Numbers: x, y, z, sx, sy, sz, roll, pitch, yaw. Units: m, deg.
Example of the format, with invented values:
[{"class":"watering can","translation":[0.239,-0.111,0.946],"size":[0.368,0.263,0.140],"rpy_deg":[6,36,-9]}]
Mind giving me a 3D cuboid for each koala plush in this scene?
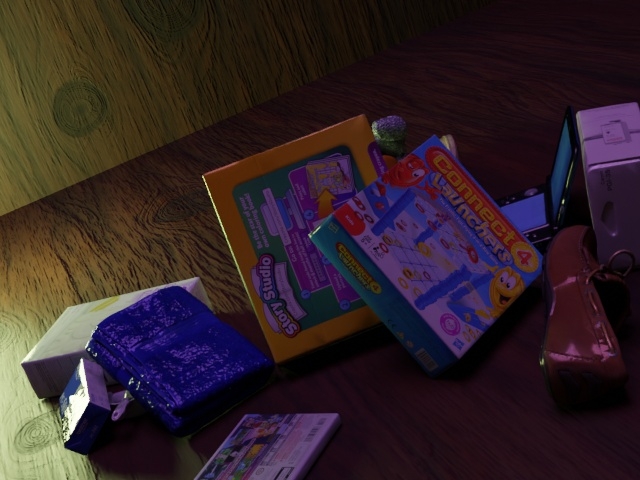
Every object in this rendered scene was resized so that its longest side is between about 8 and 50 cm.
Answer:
[{"class":"koala plush","translation":[0.103,-0.171,2.472],"size":[0.221,0.196,0.203],"rpy_deg":[-25,10,-11]}]

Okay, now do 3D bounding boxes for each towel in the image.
[{"class":"towel","translation":[-0.256,0.201,1.865],"size":[0.228,0.076,0.308],"rpy_deg":[-33,46,-27]}]

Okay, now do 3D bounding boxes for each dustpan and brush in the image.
[{"class":"dustpan and brush","translation":[-0.343,0.290,1.888],"size":[0.147,0.060,0.211],"rpy_deg":[-17,21,8]}]

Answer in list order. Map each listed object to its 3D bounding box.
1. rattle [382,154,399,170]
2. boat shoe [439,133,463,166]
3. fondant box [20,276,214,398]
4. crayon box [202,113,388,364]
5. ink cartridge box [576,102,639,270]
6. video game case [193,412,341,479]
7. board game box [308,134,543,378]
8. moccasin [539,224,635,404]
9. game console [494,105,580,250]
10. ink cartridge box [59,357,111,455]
[{"class":"rattle","translation":[0.142,-0.109,2.247],"size":[0.143,0.130,0.200],"rpy_deg":[0,-3,-26]},{"class":"boat shoe","translation":[0.269,-0.140,2.303],"size":[0.110,0.121,0.341],"rpy_deg":[-18,23,9]},{"class":"fondant box","translation":[-0.411,0.198,2.132],"size":[0.330,0.096,0.238],"rpy_deg":[-12,22,18]},{"class":"crayon box","translation":[0.000,0.000,1.865],"size":[0.313,0.363,0.106],"rpy_deg":[-21,-6,-2]},{"class":"ink cartridge box","translation":[0.531,-0.099,1.837],"size":[0.117,0.207,0.283],"rpy_deg":[-9,24,14]},{"class":"video game case","translation":[-0.087,0.334,1.596],"size":[0.183,0.023,0.201],"rpy_deg":[-7,26,32]},{"class":"board game box","translation":[0.188,0.018,1.731],"size":[0.302,0.308,0.086],"rpy_deg":[-39,-4,-39]},{"class":"moccasin","translation":[0.411,0.093,1.568],"size":[0.147,0.139,0.380],"rpy_deg":[-12,23,19]},{"class":"game console","translation":[0.396,-0.107,2.003],"size":[0.250,0.173,0.293],"rpy_deg":[-19,18,17]},{"class":"ink cartridge box","translation":[-0.433,0.300,1.900],"size":[0.097,0.046,0.207],"rpy_deg":[-61,21,6]}]
